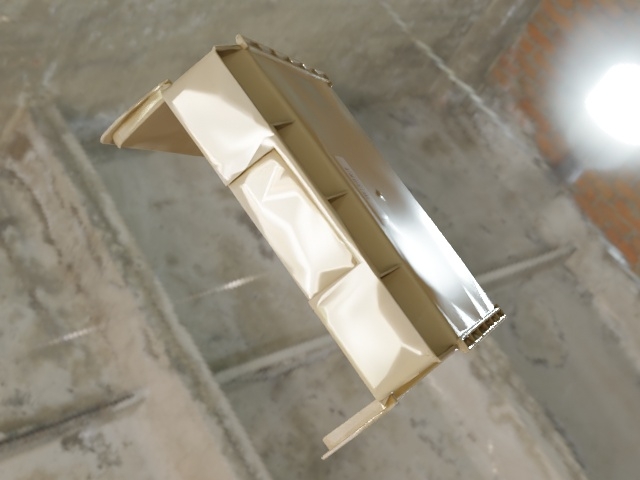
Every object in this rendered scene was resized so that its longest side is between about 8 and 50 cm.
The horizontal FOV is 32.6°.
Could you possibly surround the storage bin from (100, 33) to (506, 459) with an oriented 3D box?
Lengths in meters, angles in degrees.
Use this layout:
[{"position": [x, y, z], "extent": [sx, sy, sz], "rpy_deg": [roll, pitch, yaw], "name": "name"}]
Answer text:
[{"position": [0.000, 0.000, 0.808], "extent": [0.262, 0.123, 0.260], "rpy_deg": [55, -166, 8], "name": "storage bin"}]
